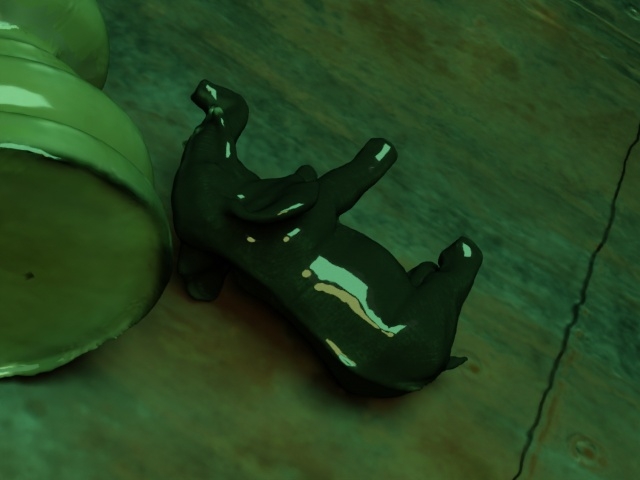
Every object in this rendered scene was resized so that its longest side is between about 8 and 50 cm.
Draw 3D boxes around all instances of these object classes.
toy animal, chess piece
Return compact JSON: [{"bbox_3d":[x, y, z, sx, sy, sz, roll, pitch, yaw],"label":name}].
[{"bbox_3d":[0.001,-0.004,0.738,0.245,0.114,0.146,35,43,4],"label":"toy animal"},{"bbox_3d":[-0.194,-0.098,0.693,0.182,0.182,0.330,7,44,-22],"label":"chess piece"}]
